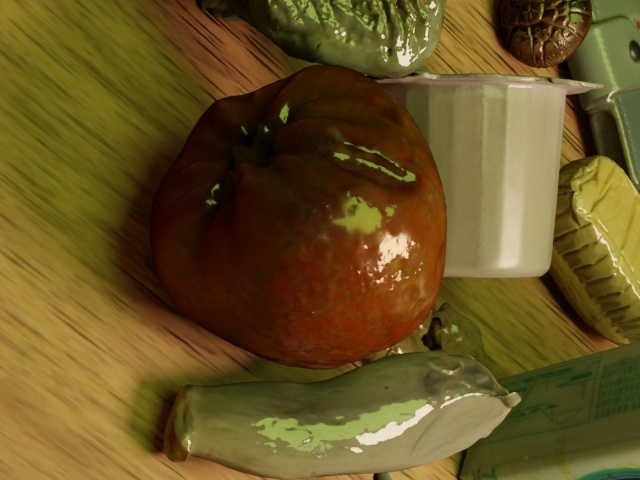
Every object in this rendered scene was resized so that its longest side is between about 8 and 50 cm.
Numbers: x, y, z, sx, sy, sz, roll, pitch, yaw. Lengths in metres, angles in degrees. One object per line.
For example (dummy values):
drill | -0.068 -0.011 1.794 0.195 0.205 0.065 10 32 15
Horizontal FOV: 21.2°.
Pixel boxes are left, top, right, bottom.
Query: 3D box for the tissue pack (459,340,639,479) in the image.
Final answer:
tissue pack | 0.389 0.224 1.785 0.287 0.388 0.162 36 51 -32

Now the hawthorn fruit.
hawthorn fruit | 0.000 0.000 1.569 0.298 0.277 0.277 60 40 -40

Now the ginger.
ginger | 0.079 0.093 1.762 0.259 0.065 0.149 36 41 -22

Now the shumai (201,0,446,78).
shumai | 0.006 -0.269 1.671 0.261 0.222 0.225 37 79 -5

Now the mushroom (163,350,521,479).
mushroom | 0.021 0.165 1.594 0.351 0.097 0.109 -5 61 -29

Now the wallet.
wallet | 0.396 -0.224 2.177 0.252 0.083 0.360 -7 80 -52

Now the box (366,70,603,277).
box | 0.141 -0.066 1.789 0.262 0.291 0.206 2 90 -7

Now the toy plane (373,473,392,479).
toy plane | 0.082 0.375 1.634 0.223 0.104 0.326 -9 78 -47

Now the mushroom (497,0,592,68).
mushroom | 0.265 -0.268 2.042 0.085 0.109 0.126 -1 61 -41

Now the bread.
bread | 0.334 0.013 2.008 0.236 0.106 0.140 55 47 -16
